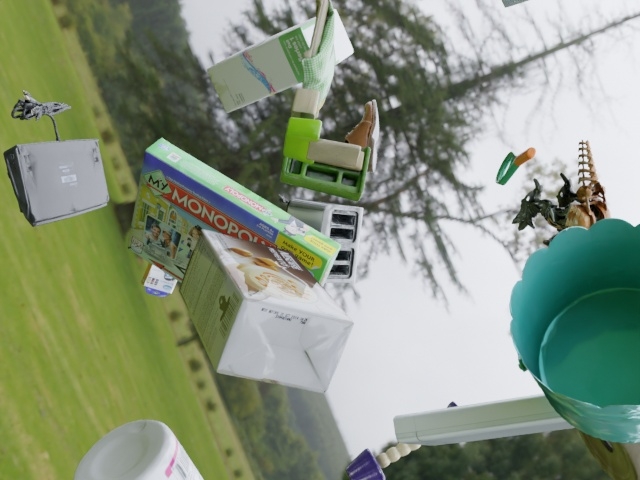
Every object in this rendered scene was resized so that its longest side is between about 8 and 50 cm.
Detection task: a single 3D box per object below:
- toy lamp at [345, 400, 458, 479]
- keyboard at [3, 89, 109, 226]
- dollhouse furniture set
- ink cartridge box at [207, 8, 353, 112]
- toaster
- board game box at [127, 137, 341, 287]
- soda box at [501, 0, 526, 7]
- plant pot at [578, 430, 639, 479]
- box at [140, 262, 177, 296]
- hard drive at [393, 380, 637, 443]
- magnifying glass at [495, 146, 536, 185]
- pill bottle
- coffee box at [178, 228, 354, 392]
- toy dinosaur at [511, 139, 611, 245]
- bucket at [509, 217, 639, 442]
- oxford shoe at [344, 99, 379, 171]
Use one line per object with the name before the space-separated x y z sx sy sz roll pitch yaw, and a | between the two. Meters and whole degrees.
toy lamp | 0.180 0.435 1.848 0.080 0.275 0.080 58 -7 12
keyboard | -0.421 -0.135 1.395 0.317 0.033 0.201 -50 131 -80
dollhouse furniture set | 0.034 -0.257 1.567 0.197 0.151 0.301 104 -3 -65
ink cartridge box | -0.094 -0.418 2.036 0.117 0.278 0.201 65 33 -15
toaster | 0.000 0.000 1.797 0.186 0.110 0.168 4 92 -52
board game box | -0.141 0.010 1.328 0.317 0.046 0.213 31 -46 10
soda box | 0.344 -0.596 1.668 0.286 0.091 0.098 53 41 -33
plant pot | 0.635 0.309 1.617 0.323 0.280 0.323 59 -9 15
box | -0.391 0.073 2.187 0.081 0.136 0.028 21 9 -33
hard drive | 0.318 0.276 1.369 0.233 0.353 0.047 32 48 -64
magnifying glass | 0.495 -0.196 2.216 0.026 0.092 0.231 24 -10 -2
pill bottle | -0.234 0.422 1.317 0.283 0.160 0.160 65 -3 -27
coffee box | -0.076 0.081 1.083 0.098 0.141 0.246 -69 -157 11
toy dinosaur | 0.555 -0.049 1.872 0.218 0.164 0.321 40 -66 58
bucket | 0.396 0.125 1.158 0.281 0.281 0.183 65 3 35
oxford shoe | 0.093 -0.239 1.951 0.076 0.076 0.212 78 18 -46
